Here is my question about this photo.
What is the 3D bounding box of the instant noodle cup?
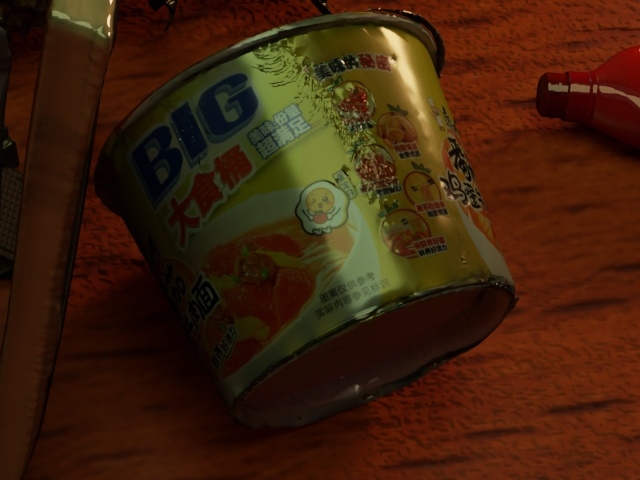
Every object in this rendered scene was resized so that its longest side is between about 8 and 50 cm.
[{"bbox_3d":[0.000,0.000,0.736,0.205,0.205,0.153,-17,71,-17],"label":"instant noodle cup"}]

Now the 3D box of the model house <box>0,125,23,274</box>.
[{"bbox_3d":[-0.193,-0.028,0.804,0.058,0.057,0.083,4,54,2],"label":"model house"}]

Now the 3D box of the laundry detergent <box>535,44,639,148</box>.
[{"bbox_3d":[0.220,-0.094,0.898,0.165,0.049,0.097,4,49,-2],"label":"laundry detergent"}]

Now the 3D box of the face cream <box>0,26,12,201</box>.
[{"bbox_3d":[-0.207,0.005,0.648,0.154,0.274,0.096,-12,59,-13],"label":"face cream"}]

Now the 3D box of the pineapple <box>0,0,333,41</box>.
[{"bbox_3d":[-0.118,-0.189,0.892,0.277,0.119,0.130,-5,13,-11],"label":"pineapple"}]

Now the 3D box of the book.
[{"bbox_3d":[-0.113,-0.075,0.653,0.028,0.374,0.262,10,56,-10],"label":"book"}]
